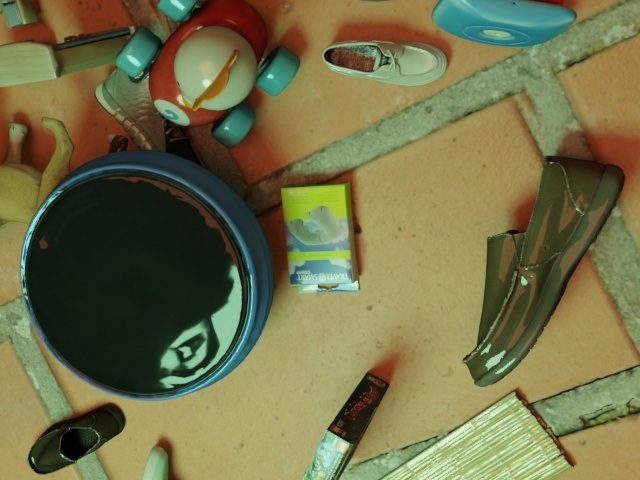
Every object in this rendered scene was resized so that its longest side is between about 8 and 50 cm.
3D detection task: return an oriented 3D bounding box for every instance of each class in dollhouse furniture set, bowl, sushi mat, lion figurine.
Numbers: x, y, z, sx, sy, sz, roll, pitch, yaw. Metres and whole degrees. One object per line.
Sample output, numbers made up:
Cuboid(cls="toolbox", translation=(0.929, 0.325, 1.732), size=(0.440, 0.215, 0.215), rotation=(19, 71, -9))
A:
Cuboid(cls="dollhouse furniture set", translation=(-0.446, -0.396, 1.202), size=(0.286, 0.198, 0.303), rotation=(-1, 109, 28))
Cuboid(cls="bowl", translation=(-0.268, 0.061, 1.220), size=(0.391, 0.077, 0.391), rotation=(2, 104, 9))
Cuboid(cls="sushi mat", translation=(0.235, 0.382, 1.303), size=(0.316, 0.019, 0.151), rotation=(-40, 87, 20))
Cuboid(cls="lion figurine", translation=(-0.484, -0.077, 1.330), size=(0.392, 0.142, 0.240), rotation=(7, 85, 32))

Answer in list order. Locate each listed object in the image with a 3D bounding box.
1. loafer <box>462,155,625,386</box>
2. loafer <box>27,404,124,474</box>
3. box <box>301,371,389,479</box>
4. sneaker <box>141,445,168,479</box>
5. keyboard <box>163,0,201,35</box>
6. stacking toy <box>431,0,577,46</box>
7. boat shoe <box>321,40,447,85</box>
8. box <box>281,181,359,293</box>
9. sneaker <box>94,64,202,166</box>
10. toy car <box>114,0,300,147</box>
Cuboid(cls="loafer", translation=(0.293, 0.038, 1.165), size=(0.130, 0.134, 0.366), rotation=(30, 98, 13))
Cuboid(cls="loafer", translation=(-0.461, 0.368, 1.476), size=(0.220, 0.078, 0.080), rotation=(-33, 91, 20))
Cuboid(cls="box", translation=(0.029, 0.314, 1.235), size=(0.044, 0.233, 0.159), rotation=(28, 108, 10))
Cuboid(cls="sneaker", translation=(-0.243, 0.492, 1.441), size=(0.151, 0.094, 0.256), rotation=(0, 91, -2))
Cuboid(cls="keyboard", translation=(-0.237, -0.441, 1.246), size=(0.014, 0.072, 0.256), rotation=(-9, 100, 46))
Cuboid(cls="stacking toy", translation=(0.257, -0.420, 1.071), size=(0.175, 0.166, 0.302), rotation=(9, 93, -1))
Cuboid(cls="boat shoe", translation=(0.091, -0.265, 1.186), size=(0.184, 0.063, 0.066), rotation=(14, 105, 14))
Cuboid(cls="box", translation=(0.000, 0.000, 1.281), size=(0.109, 0.042, 0.178), rotation=(-3, 100, 18))
Cuboid(cls="sneaker", translation=(-0.248, -0.209, 1.290), size=(0.228, 0.086, 0.132), rotation=(44, 107, 5))
Cuboid(cls="toy car", translation=(-0.161, -0.232, 1.138), size=(0.219, 0.238, 0.210), rotation=(36, 108, -20))
